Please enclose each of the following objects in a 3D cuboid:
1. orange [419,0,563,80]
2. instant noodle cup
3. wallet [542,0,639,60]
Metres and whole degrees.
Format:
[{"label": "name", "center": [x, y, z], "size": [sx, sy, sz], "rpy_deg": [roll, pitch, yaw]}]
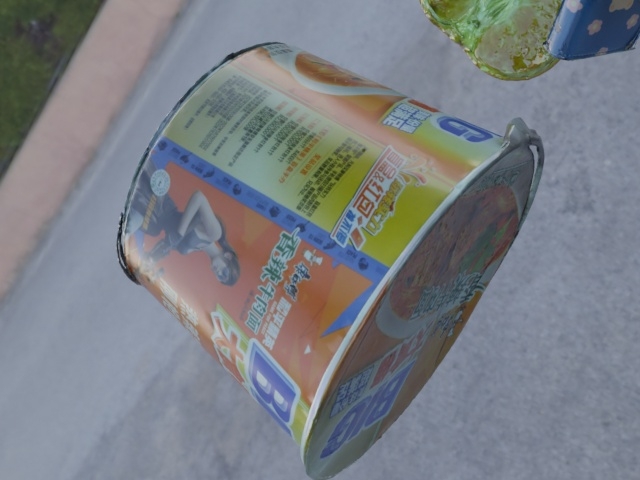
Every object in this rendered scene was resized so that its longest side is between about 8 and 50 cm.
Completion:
[{"label": "orange", "center": [0.245, -0.337, 1.169], "size": [0.179, 0.237, 0.158], "rpy_deg": [-45, 8, 27]}, {"label": "instant noodle cup", "center": [0.000, 0.000, 0.658], "size": [0.214, 0.296, 0.296], "rpy_deg": [34, 99, 20]}, {"label": "wallet", "center": [0.345, -0.308, 0.977], "size": [0.059, 0.141, 0.202], "rpy_deg": [50, 142, 36]}]
